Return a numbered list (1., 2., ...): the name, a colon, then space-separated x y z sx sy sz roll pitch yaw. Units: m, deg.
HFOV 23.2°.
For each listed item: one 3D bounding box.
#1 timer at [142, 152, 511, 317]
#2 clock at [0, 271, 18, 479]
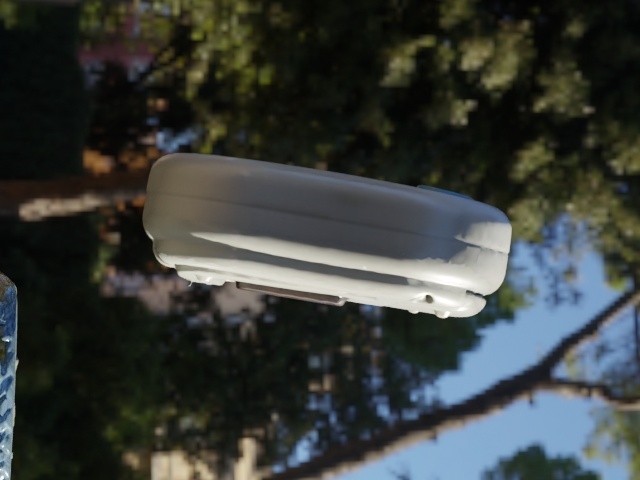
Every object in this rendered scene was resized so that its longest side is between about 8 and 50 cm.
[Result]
1. timer: 0.000 0.000 1.061 0.262 0.237 0.087 150 -52 -87
2. clock: -0.255 0.098 0.928 0.103 0.144 0.231 -127 -140 -68
